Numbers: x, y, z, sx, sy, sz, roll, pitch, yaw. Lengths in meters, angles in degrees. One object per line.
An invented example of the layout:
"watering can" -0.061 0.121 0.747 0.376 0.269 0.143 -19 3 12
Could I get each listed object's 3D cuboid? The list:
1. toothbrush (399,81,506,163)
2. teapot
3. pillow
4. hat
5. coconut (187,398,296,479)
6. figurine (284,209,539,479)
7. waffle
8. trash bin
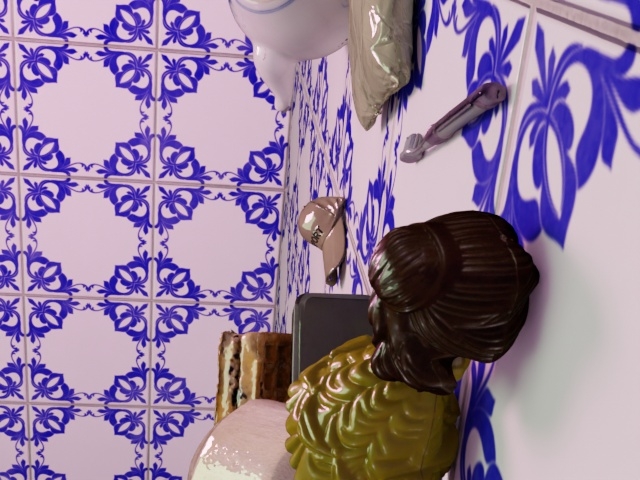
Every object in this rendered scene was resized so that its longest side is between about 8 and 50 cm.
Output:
"toothbrush" 0.125 -0.117 0.881 0.354 0.024 0.029 153 129 -83
"teapot" -0.015 -0.423 1.450 0.280 0.252 0.424 10 -76 -60
"pillow" 0.075 -0.311 1.183 0.281 0.076 0.274 144 127 -82
"hat" 0.000 0.000 1.656 0.147 0.085 0.175 103 169 -52
"coconut" -0.044 0.355 1.222 0.237 0.266 0.237 -4 -84 -51
"figurine" 0.085 0.099 0.720 0.315 0.168 0.187 114 172 -46
"waffle" -0.069 0.265 1.509 0.308 0.091 0.213 18 -106 -64
"trash bin" 0.012 0.172 1.340 0.240 0.122 0.164 122 150 -81
